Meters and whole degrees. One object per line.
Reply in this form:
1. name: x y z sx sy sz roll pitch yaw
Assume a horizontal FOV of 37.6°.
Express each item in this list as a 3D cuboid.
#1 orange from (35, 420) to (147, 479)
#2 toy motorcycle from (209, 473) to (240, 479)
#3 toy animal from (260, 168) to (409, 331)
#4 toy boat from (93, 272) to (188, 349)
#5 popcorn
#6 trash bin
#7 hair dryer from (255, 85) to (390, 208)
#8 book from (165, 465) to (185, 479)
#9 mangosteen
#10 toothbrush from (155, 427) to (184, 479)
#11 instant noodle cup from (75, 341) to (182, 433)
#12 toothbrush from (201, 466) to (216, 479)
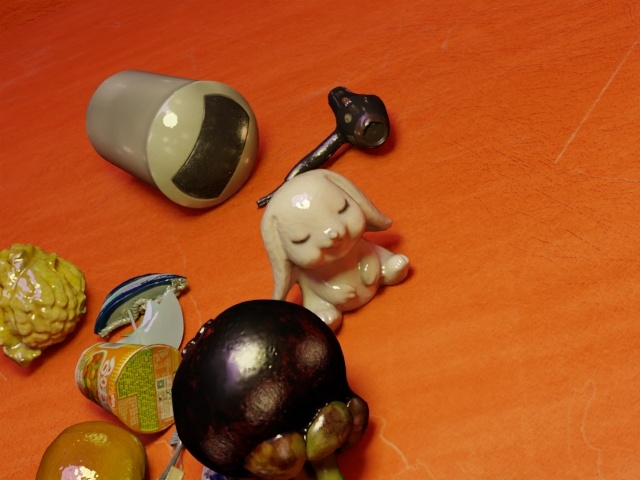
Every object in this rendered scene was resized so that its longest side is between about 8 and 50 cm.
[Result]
1. orange: -0.381 0.401 1.564 0.179 0.158 0.237 0 43 7
2. toy motorcycle: -0.135 0.441 1.393 0.169 0.113 0.315 -32 23 -8
3. toy animal: 0.000 0.000 1.677 0.271 0.265 0.206 -38 37 -7
4. toy boat: -0.339 0.175 1.864 0.220 0.067 0.291 -31 41 -3
5. popcorn: -0.610 0.137 1.972 0.236 0.206 0.252 12 71 21
6. trash bin: -0.340 -0.245 2.158 0.280 0.280 0.432 -45 37 -18
7. hair dryer: -0.018 -0.203 2.062 0.359 0.120 0.304 -40 30 1
8. book: -0.268 0.475 1.427 0.026 0.161 0.231 23 52 -1
9. mangosteen: -0.073 0.235 1.470 0.313 0.297 0.297 10 45 -3
10. toothbrush: -0.276 0.419 1.544 0.031 0.023 0.321 -11 32 23
11. instant noodle cup: -0.356 0.256 1.720 0.185 0.168 0.168 5 49 47
12. toothbrush: -0.164 0.291 1.655 0.030 0.030 0.304 -10 45 23
